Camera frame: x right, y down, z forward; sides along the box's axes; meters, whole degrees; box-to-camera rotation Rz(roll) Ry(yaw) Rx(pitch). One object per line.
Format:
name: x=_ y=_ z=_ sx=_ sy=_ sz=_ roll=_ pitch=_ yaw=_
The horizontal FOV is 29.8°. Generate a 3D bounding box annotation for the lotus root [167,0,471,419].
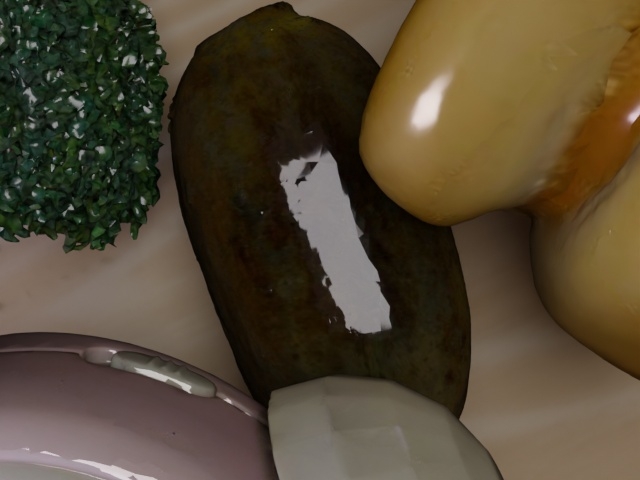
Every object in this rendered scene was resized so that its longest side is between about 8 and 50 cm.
lotus root: x=0.000 y=0.000 z=0.601 sx=0.124 sy=0.123 sz=0.241 roll=-20 pitch=91 yaw=-18

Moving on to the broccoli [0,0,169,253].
broccoli: x=-0.177 y=-0.060 z=0.576 sx=0.194 sy=0.220 sz=0.194 roll=8 pitch=121 yaw=13

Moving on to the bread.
bread: x=0.215 y=-0.136 z=0.577 sx=0.245 sy=0.329 sz=0.424 roll=27 pitch=71 yaw=23

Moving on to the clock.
clock: x=-0.103 y=0.195 z=0.510 sx=0.326 sy=0.184 sz=0.342 roll=18 pitch=103 yaw=6
